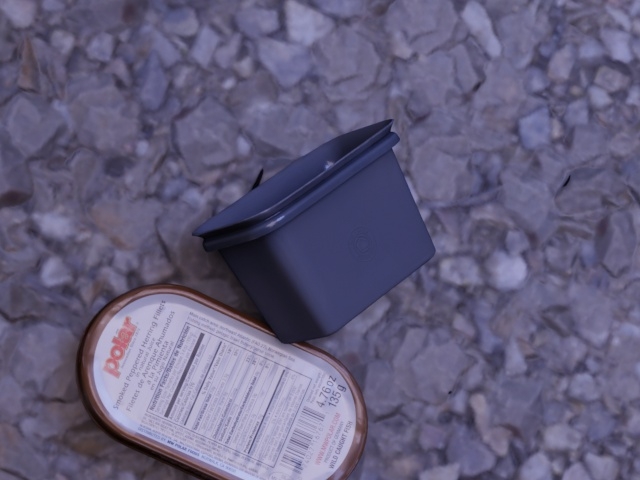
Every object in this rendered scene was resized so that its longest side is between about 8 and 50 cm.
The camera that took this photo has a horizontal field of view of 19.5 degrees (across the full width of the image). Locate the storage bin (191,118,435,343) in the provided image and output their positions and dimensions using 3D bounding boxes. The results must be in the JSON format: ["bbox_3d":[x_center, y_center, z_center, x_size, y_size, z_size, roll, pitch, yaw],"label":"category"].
[{"bbox_3d":[0.000,0.000,1.152,0.135,0.098,0.091,-35,102,-35],"label":"storage bin"}]

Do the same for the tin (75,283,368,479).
[{"bbox_3d":[-0.060,0.096,1.158,0.189,0.040,0.106,25,75,-6],"label":"tin"}]
